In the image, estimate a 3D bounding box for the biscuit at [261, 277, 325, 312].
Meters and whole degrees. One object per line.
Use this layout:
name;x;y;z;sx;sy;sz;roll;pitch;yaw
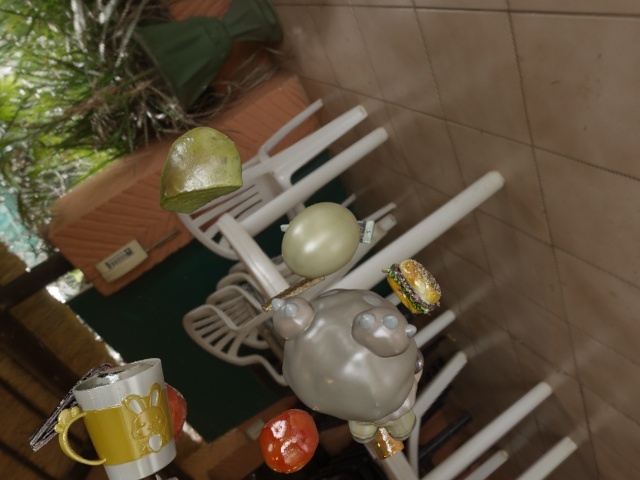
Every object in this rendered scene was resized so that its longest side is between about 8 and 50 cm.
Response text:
biscuit;-0.094;0.171;1.723;0.025;0.230;0.131;61;170;-6

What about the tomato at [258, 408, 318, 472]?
tomato;-0.133;0.816;2.116;0.260;0.259;0.180;42;168;52

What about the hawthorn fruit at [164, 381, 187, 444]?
hawthorn fruit;-0.515;0.558;1.520;0.272;0.241;0.242;-100;-14;-52

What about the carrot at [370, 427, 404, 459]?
carrot;0.191;0.627;1.867;0.302;0.138;0.139;58;171;18

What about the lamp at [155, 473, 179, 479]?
lamp;-0.380;0.753;1.381;0.246;0.108;0.179;65;161;-14

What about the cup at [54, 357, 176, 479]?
cup;-0.429;0.387;1.091;0.185;0.241;0.226;-14;94;41

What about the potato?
potato;-0.469;-0.278;1.850;0.212;0.330;0.280;5;-109;-53

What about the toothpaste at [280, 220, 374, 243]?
toothpaste;0.019;-0.041;2.021;0.392;0.099;0.061;3;156;23

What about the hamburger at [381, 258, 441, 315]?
hamburger;0.245;0.115;1.323;0.164;0.093;0.189;53;-167;15

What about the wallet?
wallet;-0.668;0.436;1.381;0.071;0.262;0.221;47;151;-12

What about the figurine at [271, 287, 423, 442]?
figurine;0.066;0.231;0.879;0.248;0.203;0.381;8;141;31

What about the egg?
egg;0.000;0.000;1.366;0.186;0.241;0.186;30;139;31
